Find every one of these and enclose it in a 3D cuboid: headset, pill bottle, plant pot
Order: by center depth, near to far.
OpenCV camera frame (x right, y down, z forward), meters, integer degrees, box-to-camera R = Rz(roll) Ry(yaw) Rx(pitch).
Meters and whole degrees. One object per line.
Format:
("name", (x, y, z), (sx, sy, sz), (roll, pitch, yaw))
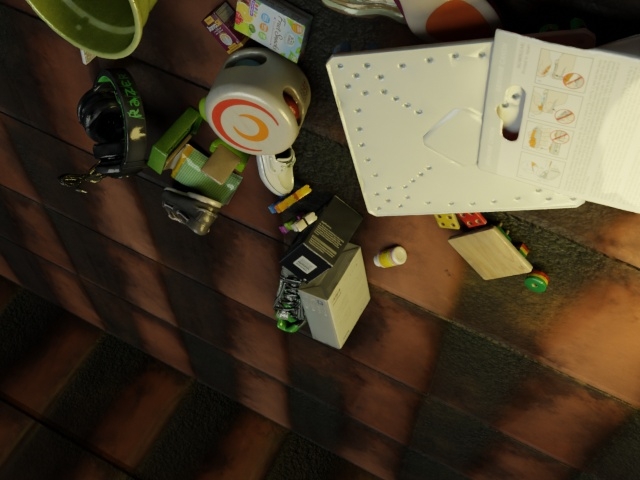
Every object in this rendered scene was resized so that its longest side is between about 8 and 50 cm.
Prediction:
("plant pot", (-0.350, -0.500, 1.314), (0.276, 0.254, 0.276), (24, 149, 16))
("pill bottle", (0.165, 0.041, 1.835), (0.043, 0.043, 0.083), (44, 148, -19))
("headset", (-0.528, -0.246, 1.855), (0.394, 0.185, 0.243), (-48, 60, 56))

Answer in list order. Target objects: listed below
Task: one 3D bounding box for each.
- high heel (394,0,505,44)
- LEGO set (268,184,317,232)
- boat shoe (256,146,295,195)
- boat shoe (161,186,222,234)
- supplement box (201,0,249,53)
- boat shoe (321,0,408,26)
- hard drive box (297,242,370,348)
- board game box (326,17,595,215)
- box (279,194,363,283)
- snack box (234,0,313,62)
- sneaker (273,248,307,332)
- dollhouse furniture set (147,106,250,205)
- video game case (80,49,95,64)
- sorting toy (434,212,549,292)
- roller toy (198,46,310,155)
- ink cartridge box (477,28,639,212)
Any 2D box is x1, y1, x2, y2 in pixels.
("high heel", (0.134, -0.427, 1.132), (0.377, 0.181, 0.127), (23, 144, -35))
("LEGO set", (-0.056, -0.079, 1.816), (0.087, 0.093, 0.227), (56, 170, -8))
("boat shoe", (-0.096, -0.184, 1.711), (0.076, 0.083, 0.226), (13, 144, 34))
("boat shoe", (-0.360, -0.076, 2.024), (0.112, 0.095, 0.335), (24, 174, -27))
("supplement box", (-0.181, -0.414, 1.491), (0.083, 0.043, 0.055), (46, 149, -21))
("boat shoe", (0.092, -0.401, 1.237), (0.190, 0.068, 0.072), (13, 134, 13))
("hard drive box", (0.040, 0.138, 1.962), (0.089, 0.181, 0.232), (19, 147, 25))
("board game box", (0.240, -0.185, 1.271), (0.390, 0.050, 0.390), (-2, 143, 15))
("box", (0.000, 0.000, 1.816), (0.093, 0.158, 0.156), (38, 150, -8))
("snack box", (-0.089, -0.405, 1.421), (0.141, 0.037, 0.100), (30, 152, 5))
("sneaker", (-0.059, 0.149, 2.111), (0.134, 0.146, 0.343), (24, 149, 16))
("dollhouse furniture set", (-0.313, -0.156, 1.894), (0.197, 0.151, 0.301), (35, 151, -4))
("video game case", (-0.502, -0.458, 1.692), (0.011, 0.087, 0.122), (30, 151, 10))
("sorting toy", (0.354, 0.010, 1.601), (0.274, 0.046, 0.132), (44, 149, -19))
("roller toy", (-0.119, -0.278, 1.525), (0.209, 0.146, 0.191), (27, 146, -13))
("ink cartridge box", (0.445, -0.183, 1.149), (0.385, 0.091, 0.308), (17, 148, 17))
